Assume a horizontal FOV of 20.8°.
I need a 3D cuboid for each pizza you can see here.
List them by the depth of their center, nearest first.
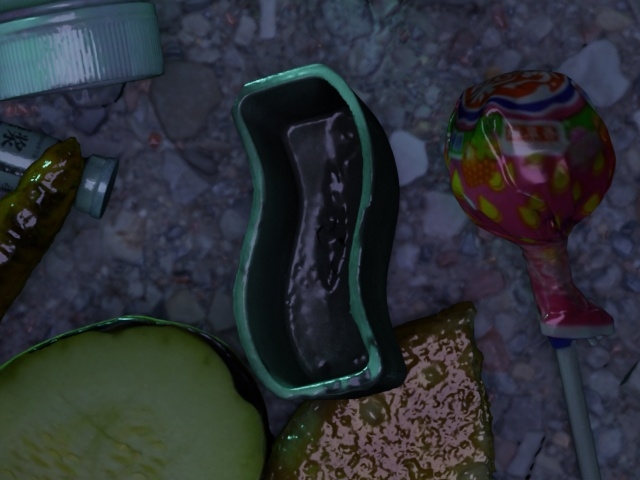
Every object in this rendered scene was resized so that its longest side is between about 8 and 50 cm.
[{"bbox_3d":[0.060,0.184,1.286,0.197,0.058,0.292,31,93,5],"label":"pizza"}]

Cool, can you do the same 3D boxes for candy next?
[{"bbox_3d":[0.174,0.055,1.272,0.124,0.124,0.365,-14,103,0],"label":"candy"}]

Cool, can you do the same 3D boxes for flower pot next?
[{"bbox_3d":[0.000,0.000,1.225,0.103,0.108,0.229,-4,81,13],"label":"flower pot"}]

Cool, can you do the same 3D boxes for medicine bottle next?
[{"bbox_3d":[-0.186,-0.217,1.213,0.139,0.139,0.225,-10,94,-1],"label":"medicine bottle"},{"bbox_3d":[-0.244,-0.065,1.267,0.191,0.051,0.051,18,94,-3],"label":"medicine bottle"}]

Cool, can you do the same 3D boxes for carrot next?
[{"bbox_3d":[-0.257,0.056,1.246,0.066,0.066,0.314,35,104,-4],"label":"carrot"}]

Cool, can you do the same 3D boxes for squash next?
[{"bbox_3d":[-0.151,0.138,1.236,0.236,0.155,0.204,24,92,-4],"label":"squash"}]
